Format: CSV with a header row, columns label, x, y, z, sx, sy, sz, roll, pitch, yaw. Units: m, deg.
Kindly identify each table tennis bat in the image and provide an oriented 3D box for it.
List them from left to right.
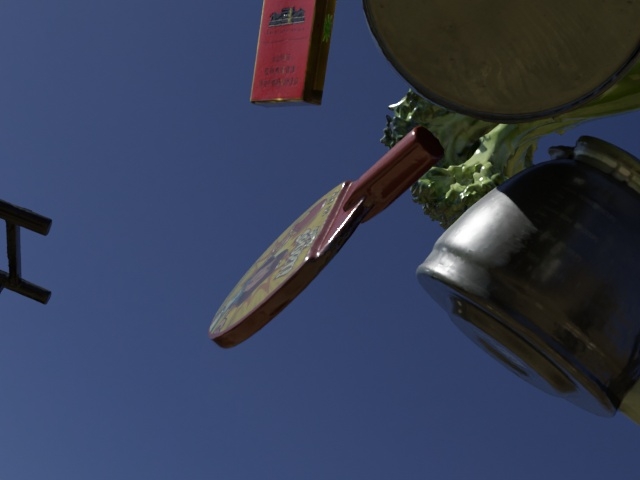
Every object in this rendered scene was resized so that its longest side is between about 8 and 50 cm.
label,x,y,z,sx,sy,sz,roll,pitch,yaw
table tennis bat,0.000,0.000,1.231,0.038,0.200,0.310,42,-58,-10

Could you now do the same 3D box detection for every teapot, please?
label,x,y,z,sx,sy,sz,roll,pitch,yaw
teapot,0.275,0.037,1.245,0.321,0.239,0.239,33,-7,45

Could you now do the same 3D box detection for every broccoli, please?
label,x,y,z,sx,sy,sz,roll,pitch,yaw
broccoli,0.283,-0.185,1.717,0.275,0.397,0.353,40,13,-45

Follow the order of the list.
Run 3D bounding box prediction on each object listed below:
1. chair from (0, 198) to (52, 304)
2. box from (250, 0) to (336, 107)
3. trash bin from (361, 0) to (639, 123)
label,x,y,z,sx,sy,sz,roll,pitch,yaw
chair,-0.335,0.019,0.899,0.260,0.141,0.154,22,-28,-1
box,-0.022,-0.182,1.116,0.023,0.133,0.090,8,1,-35
trash bin,0.168,-0.244,1.195,0.280,0.280,0.432,29,11,0
